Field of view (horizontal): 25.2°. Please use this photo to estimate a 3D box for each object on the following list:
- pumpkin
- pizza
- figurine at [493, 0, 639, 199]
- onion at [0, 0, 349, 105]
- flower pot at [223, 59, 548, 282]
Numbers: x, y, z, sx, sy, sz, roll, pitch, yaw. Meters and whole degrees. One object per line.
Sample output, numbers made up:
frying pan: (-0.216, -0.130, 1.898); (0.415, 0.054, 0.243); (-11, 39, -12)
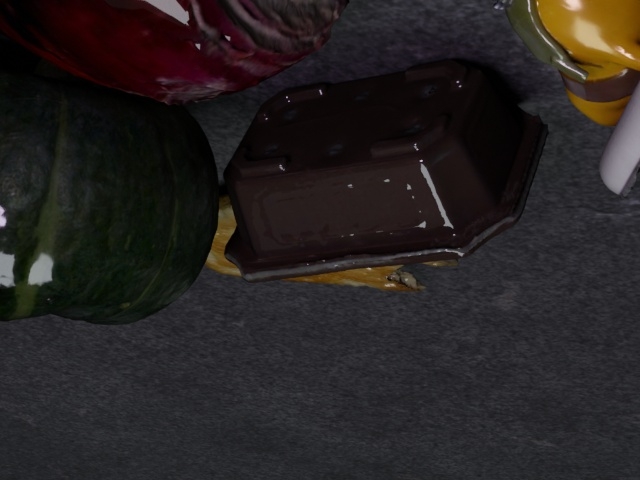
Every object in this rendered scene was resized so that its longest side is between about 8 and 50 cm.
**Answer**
pumpkin: (-0.218, -0.049, 1.062); (0.300, 0.207, 0.300); (15, -168, -3)
pizza: (0.000, 0.000, 1.353); (0.262, 0.034, 0.181); (8, 155, 0)
figurine: (0.180, -0.129, 0.940); (0.141, 0.166, 0.250); (29, 170, 9)
onion: (-0.146, -0.168, 0.917); (0.280, 0.146, 0.314); (-5, 156, 28)
flower pot: (0.034, -0.064, 1.086); (0.251, 0.179, 0.084); (-8, 127, 29)
